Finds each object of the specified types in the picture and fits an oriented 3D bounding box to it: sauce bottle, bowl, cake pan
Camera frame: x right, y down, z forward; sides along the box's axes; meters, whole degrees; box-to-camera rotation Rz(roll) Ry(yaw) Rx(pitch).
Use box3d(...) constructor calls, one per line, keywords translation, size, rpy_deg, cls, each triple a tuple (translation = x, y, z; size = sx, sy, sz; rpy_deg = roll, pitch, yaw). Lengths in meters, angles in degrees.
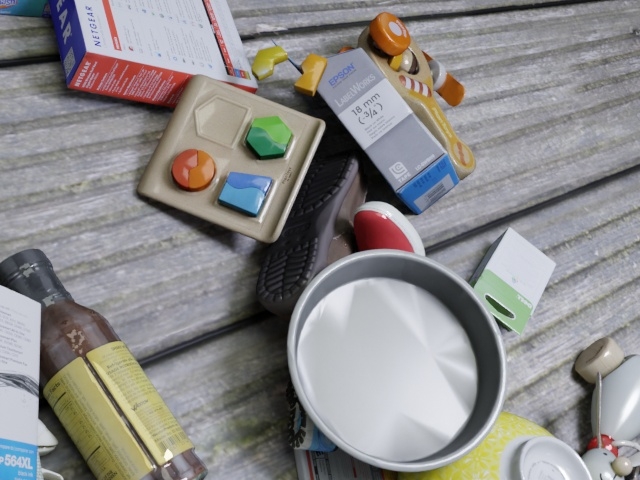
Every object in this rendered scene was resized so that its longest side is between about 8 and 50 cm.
box3d(translation=(-0.265, 0.160, 0.911), size=(0.111, 0.111, 0.344), rpy_deg=(-24, 71, -40), cls="sauce bottle")
box3d(translation=(0.259, 0.336, 1.016), size=(0.289, 0.156, 0.290), rpy_deg=(15, 50, -19), cls="bowl")
box3d(translation=(0.096, 0.153, 1.014), size=(0.293, 0.054, 0.293), rpy_deg=(6, 63, -11), cls="cake pan")

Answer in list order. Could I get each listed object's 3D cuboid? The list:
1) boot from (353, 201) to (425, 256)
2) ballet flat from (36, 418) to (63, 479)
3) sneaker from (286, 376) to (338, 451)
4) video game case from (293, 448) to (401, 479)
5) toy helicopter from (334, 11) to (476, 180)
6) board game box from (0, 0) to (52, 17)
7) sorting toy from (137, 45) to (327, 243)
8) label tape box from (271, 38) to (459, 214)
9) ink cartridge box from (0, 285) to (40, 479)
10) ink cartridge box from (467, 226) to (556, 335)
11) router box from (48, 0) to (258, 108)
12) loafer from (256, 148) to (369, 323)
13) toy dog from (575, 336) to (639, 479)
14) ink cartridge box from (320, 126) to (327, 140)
box3d(translation=(0.087, 0.081, 1.125), size=(0.176, 0.088, 0.244), rpy_deg=(-54, 132, -42), cls="boot")
box3d(translation=(-0.318, 0.250, 0.844), size=(0.079, 0.077, 0.222), rpy_deg=(9, 51, -46), cls="ballet flat")
box3d(translation=(-0.002, 0.217, 1.049), size=(0.073, 0.063, 0.162), rpy_deg=(25, 38, -19), cls="sneaker")
box3d(translation=(0.110, 0.358, 1.037), size=(0.285, 0.025, 0.204), rpy_deg=(6, 53, -26), cls="video game case")
box3d(translation=(0.201, -0.278, 1.536), size=(0.235, 0.140, 0.355), rpy_deg=(-22, 80, -49), cls="toy helicopter")
box3d(translation=(-0.545, -0.432, 1.247), size=(0.210, 0.047, 0.160), rpy_deg=(-7, 60, -36), cls="board game box")
box3d(translation=(-0.115, -0.170, 1.175), size=(0.229, 0.041, 0.307), rpy_deg=(20, 74, 6), cls="sorting toy")
box3d(translation=(0.085, -0.215, 1.324), size=(0.334, 0.106, 0.240), rpy_deg=(53, 8, 14), cls="label tape box")
box3d(translation=(-0.370, 0.160, 0.797), size=(0.086, 0.148, 0.203), rpy_deg=(46, 34, -60), cls="ink cartridge box")
box3d(translation=(0.317, 0.080, 1.345), size=(0.109, 0.062, 0.209), rpy_deg=(39, 46, 2), cls="ink cartridge box")
box3d(translation=(-0.288, -0.375, 1.298), size=(0.301, 0.082, 0.336), rpy_deg=(5, 54, -39), cls="router box")
box3d(translation=(0.000, 0.000, 1.202), size=(0.130, 0.133, 0.366), rpy_deg=(57, 36, -32), cls="loafer")
box3d(translation=(0.491, 0.266, 1.212), size=(0.220, 0.161, 0.334), rpy_deg=(29, 38, -13), cls="toy dog")
box3d(translation=(-0.020, -0.188, 1.378), size=(0.048, 0.028, 0.083), rpy_deg=(30, 46, -7), cls="ink cartridge box")
